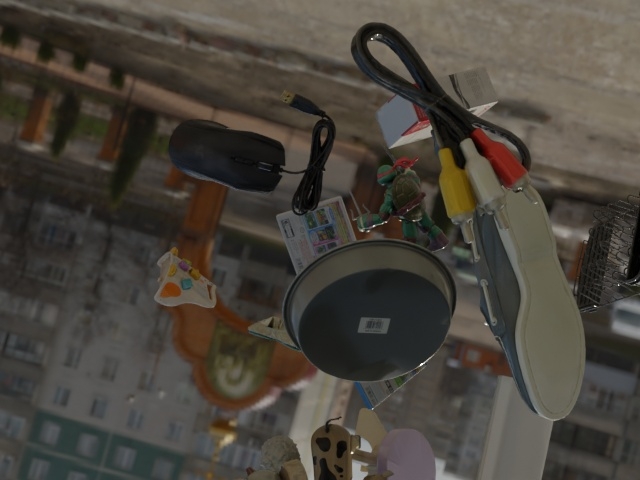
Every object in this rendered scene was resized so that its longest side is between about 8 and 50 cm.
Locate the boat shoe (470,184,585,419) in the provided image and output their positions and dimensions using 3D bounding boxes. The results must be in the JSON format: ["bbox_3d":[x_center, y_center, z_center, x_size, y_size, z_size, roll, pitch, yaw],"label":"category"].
[{"bbox_3d":[0.270,0.084,1.475,0.116,0.320,0.099,-5,169,-34],"label":"boat shoe"}]

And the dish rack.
[{"bbox_3d":[0.518,0.013,1.912,0.074,0.208,0.271,24,158,-15],"label":"dish rack"}]

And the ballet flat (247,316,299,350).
[{"bbox_3d":[-0.081,0.179,2.198,0.057,0.052,0.168,10,-177,-45],"label":"ballet flat"}]

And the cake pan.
[{"bbox_3d":[0.085,0.125,1.793,0.293,0.293,0.054,17,-146,-20],"label":"cake pan"}]

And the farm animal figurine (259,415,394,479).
[{"bbox_3d":[0.054,0.529,2.300,0.330,0.327,0.172,-22,165,10],"label":"farm animal figurine"}]

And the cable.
[{"bbox_3d":[0.154,-0.145,1.273,0.139,0.287,0.072,-30,-179,-16],"label":"cable"}]

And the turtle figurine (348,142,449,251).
[{"bbox_3d":[0.151,-0.065,2.099,0.234,0.175,0.118,58,157,-9],"label":"turtle figurine"}]

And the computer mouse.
[{"bbox_3d":[-0.099,-0.159,1.742,0.262,0.184,0.060,20,-175,-11],"label":"computer mouse"}]

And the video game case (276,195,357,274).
[{"bbox_3d":[0.000,0.000,2.271,0.143,0.157,0.019,-16,-165,12],"label":"video game case"}]

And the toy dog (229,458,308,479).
[{"bbox_3d":[-0.110,0.577,2.150,0.220,0.334,0.161,11,-176,-19],"label":"toy dog"}]

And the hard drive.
[{"bbox_3d":[0.344,0.410,1.963,0.040,0.308,0.203,6,169,37],"label":"hard drive"}]

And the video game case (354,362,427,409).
[{"bbox_3d":[0.119,0.221,2.035,0.166,0.119,0.015,-32,-173,-38],"label":"video game case"}]

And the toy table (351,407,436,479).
[{"bbox_3d":[0.142,0.521,2.529,0.160,0.252,0.274,2,146,29],"label":"toy table"}]

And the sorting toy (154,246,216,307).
[{"bbox_3d":[-0.160,0.051,1.339,0.075,0.045,0.083,30,-157,-21],"label":"sorting toy"}]

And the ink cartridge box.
[{"bbox_3d":[0.158,-0.181,1.487,0.135,0.056,0.099,-17,171,-25],"label":"ink cartridge box"}]
